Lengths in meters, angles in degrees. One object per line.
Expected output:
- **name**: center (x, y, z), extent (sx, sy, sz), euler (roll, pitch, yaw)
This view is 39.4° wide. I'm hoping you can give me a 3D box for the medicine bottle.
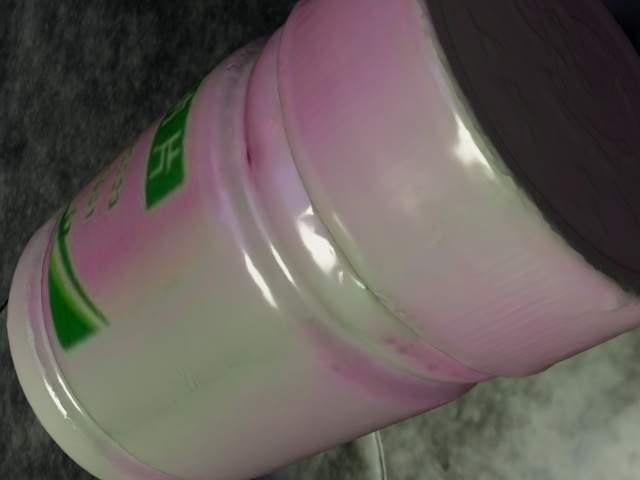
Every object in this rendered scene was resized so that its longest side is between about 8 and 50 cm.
- **medicine bottle**: center (0.000, 0.000, 0.474), extent (0.325, 0.212, 0.212), euler (-32, 61, 39)
